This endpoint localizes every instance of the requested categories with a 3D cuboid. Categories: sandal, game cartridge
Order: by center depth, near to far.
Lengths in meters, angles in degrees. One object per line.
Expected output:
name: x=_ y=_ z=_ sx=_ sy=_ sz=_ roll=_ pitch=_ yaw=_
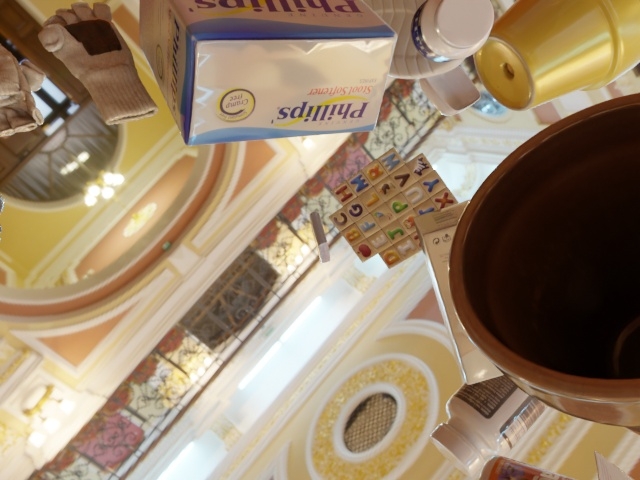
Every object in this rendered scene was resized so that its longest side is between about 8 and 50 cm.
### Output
game cartridge: x=0.000 y=0.000 z=0.869 sx=0.017 sy=0.083 sz=0.056 roll=-18 pitch=-110 yaw=-3
sandal: x=0.115 y=-0.420 z=1.270 sx=0.416 sy=0.169 sz=0.102 roll=14 pitch=-159 yaw=33

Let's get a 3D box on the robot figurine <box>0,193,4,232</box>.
robot figurine: x=-0.703 y=-0.101 z=1.164 sx=0.209 sy=0.278 sz=0.173 roll=-35 pitch=176 yaw=16

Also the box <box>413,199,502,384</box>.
box: x=0.282 y=0.095 z=1.191 sx=0.121 sy=0.311 sz=0.148 roll=-17 pitch=-167 yaw=5

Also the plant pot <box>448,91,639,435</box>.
plant pot: x=0.267 y=0.053 z=0.499 sx=0.263 sy=0.229 sz=0.263 roll=-24 pitch=-140 yaw=22

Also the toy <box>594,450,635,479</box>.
toy: x=0.383 y=0.356 z=0.680 sx=0.056 sy=0.237 sz=0.137 roll=-54 pitch=178 yaw=23

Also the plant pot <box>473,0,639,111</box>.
plant pot: x=0.433 y=-0.370 z=1.180 sx=0.239 sy=0.254 sz=0.254 roll=-34 pitch=-155 yaw=-11

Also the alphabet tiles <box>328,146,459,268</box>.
alphabet tiles: x=0.197 y=-0.084 z=1.753 sx=0.342 sy=0.285 sz=0.011 roll=-33 pitch=-174 yaw=30

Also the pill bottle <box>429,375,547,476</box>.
pill bottle: x=0.412 y=0.395 z=1.489 sx=0.318 sy=0.176 sz=0.176 roll=-43 pitch=-154 yaw=-13

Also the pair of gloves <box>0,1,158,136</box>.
pair of gloves: x=-0.346 y=-0.221 z=0.781 sx=0.240 sy=0.204 sz=0.042 roll=-14 pitch=153 yaw=-31

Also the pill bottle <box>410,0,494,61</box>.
pill bottle: x=0.211 y=-0.346 z=1.005 sx=0.112 sy=0.112 sz=0.186 roll=-40 pitch=-170 yaw=8

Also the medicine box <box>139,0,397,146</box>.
medicine box: x=-0.086 y=-0.271 z=0.850 sx=0.264 sy=0.149 sz=0.289 roll=-9 pitch=-136 yaw=-24

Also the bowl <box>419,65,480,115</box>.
bowl: x=0.316 y=-0.378 z=1.578 sx=0.142 sy=0.142 sz=0.053 roll=-33 pitch=174 yaw=-37

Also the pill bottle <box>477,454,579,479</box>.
pill bottle: x=0.316 y=0.370 z=0.819 sx=0.216 sy=0.121 sz=0.121 roll=9 pitch=-126 yaw=30
